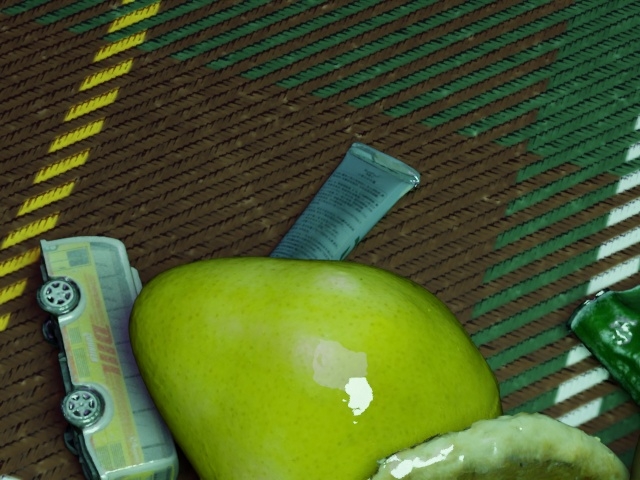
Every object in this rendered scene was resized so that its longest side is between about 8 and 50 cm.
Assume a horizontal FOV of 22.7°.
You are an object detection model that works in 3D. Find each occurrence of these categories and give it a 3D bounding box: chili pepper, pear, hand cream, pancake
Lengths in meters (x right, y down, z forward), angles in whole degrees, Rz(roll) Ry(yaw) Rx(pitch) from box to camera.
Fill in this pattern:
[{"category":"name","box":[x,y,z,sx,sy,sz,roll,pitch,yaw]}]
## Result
[{"category":"chili pepper","box":[0.365,0.151,1.510,0.136,0.099,0.270,-12,52,-33]},{"category":"pear","box":[-0.003,0.128,1.422,0.285,0.285,0.336,-42,92,-19]},{"category":"hand cream","box":[0.000,0.000,1.631,0.088,0.055,0.256,27,63,24]},{"category":"pancake","box":[0.121,0.296,1.334,0.356,0.356,0.065,-25,29,-11]}]

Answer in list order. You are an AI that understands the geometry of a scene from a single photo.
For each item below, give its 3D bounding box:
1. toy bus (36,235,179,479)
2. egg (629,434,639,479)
[{"category":"toy bus","box":[-0.211,0.120,1.554,0.106,0.092,0.268,-10,61,-14]},{"category":"egg","box":[0.396,0.227,1.275,0.301,0.301,0.374,7,93,6]}]
